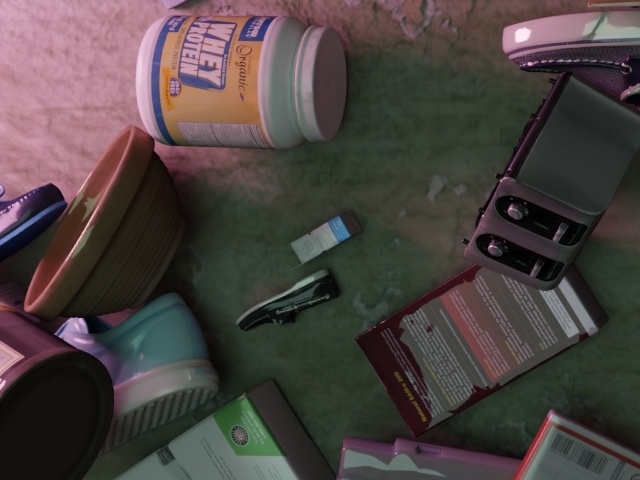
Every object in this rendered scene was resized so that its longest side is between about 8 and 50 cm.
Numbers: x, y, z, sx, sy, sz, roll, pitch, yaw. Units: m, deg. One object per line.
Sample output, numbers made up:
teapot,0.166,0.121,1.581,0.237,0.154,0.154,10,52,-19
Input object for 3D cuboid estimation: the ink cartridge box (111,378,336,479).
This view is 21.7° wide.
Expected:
ink cartridge box,-0.112,0.285,1.911,0.219,0.092,0.160,-33,87,20

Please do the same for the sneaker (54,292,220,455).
sneaker,-0.282,0.167,1.948,0.365,0.135,0.150,-22,68,21

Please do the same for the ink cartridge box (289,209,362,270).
ink cartridge box,0.000,0.000,1.853,0.083,0.048,0.028,-30,88,20

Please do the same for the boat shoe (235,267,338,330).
boat shoe,-0.037,0.075,1.881,0.125,0.046,0.038,-29,84,12

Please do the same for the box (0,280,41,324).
box,-0.463,0.180,2.026,0.063,0.067,0.324,47,108,7

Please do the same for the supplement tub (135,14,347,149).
supplement tub,-0.084,-0.171,1.803,0.199,0.144,0.144,3,99,18

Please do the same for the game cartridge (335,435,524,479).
game cartridge,0.181,0.343,1.793,0.355,0.068,0.230,10,95,2

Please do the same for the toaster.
toaster,0.236,-0.061,1.666,0.110,0.186,0.168,29,149,4

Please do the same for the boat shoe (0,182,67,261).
boat shoe,-0.417,-0.008,1.961,0.258,0.109,0.089,-29,85,18

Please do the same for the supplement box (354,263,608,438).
supplement box,0.173,0.096,1.798,0.239,0.073,0.130,-32,87,19

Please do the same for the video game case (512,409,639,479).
video game case,0.266,0.345,1.748,0.204,0.025,0.285,27,99,-1

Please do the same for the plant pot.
plant pot,-0.225,0.000,1.852,0.109,0.237,0.237,31,108,-15

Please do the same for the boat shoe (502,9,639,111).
boat shoe,0.350,-0.147,1.671,0.340,0.127,0.158,1,92,18

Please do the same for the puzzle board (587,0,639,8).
puzzle board,0.325,-0.255,1.667,0.096,0.128,0.011,0,115,19

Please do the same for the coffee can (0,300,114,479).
coffee can,-0.391,0.155,1.817,0.275,0.201,0.202,27,107,32

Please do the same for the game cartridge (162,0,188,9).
game cartridge,-0.153,-0.301,1.875,0.083,0.017,0.056,-39,89,20
